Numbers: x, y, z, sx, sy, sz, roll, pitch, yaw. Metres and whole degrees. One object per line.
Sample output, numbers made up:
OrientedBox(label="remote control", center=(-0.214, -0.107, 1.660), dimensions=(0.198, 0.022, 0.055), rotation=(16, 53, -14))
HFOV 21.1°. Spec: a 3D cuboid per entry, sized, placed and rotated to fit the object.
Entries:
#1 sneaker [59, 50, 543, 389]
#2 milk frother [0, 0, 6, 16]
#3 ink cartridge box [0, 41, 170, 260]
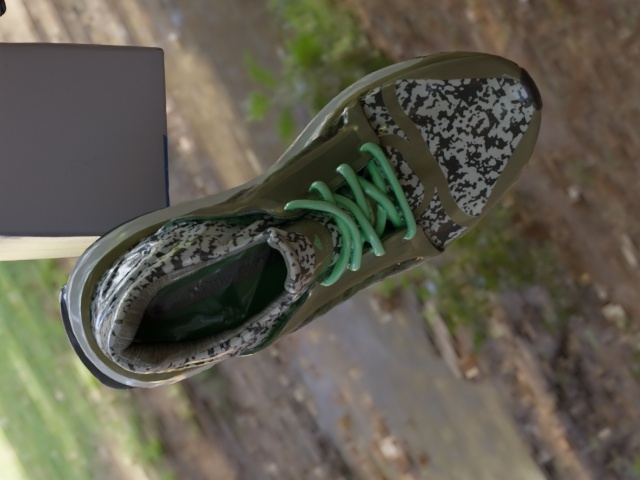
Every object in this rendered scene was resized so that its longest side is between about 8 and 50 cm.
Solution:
OrientedBox(label="sneaker", center=(0.000, 0.000, 1.279), dimensions=(0.158, 0.410, 0.182), rotation=(58, 177, -13))
OrientedBox(label="milk frother", center=(-0.152, -0.203, 0.911), dimensions=(0.143, 0.135, 0.129), rotation=(89, 164, -70))
OrientedBox(label="ink cartridge box", center=(-0.253, -0.075, 1.568), dimensions=(0.232, 0.168, 0.171), rotation=(165, 102, -66))
